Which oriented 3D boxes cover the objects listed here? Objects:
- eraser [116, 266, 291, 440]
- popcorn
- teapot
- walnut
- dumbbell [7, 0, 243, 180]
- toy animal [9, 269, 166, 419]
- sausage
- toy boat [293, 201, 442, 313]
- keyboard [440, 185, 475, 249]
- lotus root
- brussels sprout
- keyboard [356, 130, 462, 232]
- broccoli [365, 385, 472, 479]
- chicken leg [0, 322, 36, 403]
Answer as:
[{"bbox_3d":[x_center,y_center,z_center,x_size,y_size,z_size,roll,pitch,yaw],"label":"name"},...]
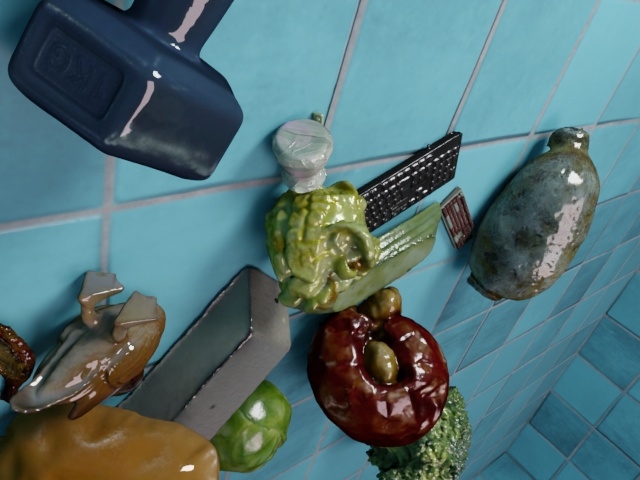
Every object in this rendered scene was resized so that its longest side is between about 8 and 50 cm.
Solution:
[{"bbox_3d":[-0.164,0.195,0.736,0.352,0.077,0.111,-49,150,1],"label":"eraser"},{"bbox_3d":[0.000,0.000,0.666,0.141,0.135,0.162,-48,-178,-36],"label":"popcorn"},{"bbox_3d":[-0.015,-0.095,0.619,0.064,0.064,0.083,90,20,-56],"label":"teapot"},{"bbox_3d":[0.090,0.204,0.936,0.221,0.244,0.269,0,149,0],"label":"walnut"},{"bbox_3d":[-0.061,-0.202,0.370,0.156,0.143,0.316,17,112,-53],"label":"dumbbell"},{"bbox_3d":[-0.225,0.127,0.574,0.188,0.089,0.179,-43,159,-49],"label":"toy animal"},{"bbox_3d":[-0.228,0.251,0.609,0.241,0.136,0.120,14,149,-8],"label":"sausage"},{"bbox_3d":[0.087,0.028,0.859,0.292,0.055,0.093,-28,145,-26],"label":"toy boat"},{"bbox_3d":[0.241,-0.035,1.000,0.055,0.017,0.166,-46,147,-3],"label":"keyboard"},{"bbox_3d":[0.387,-0.034,1.030,0.174,0.175,0.350,0,120,-48],"label":"lotus root"},{"bbox_3d":[-0.110,0.275,0.841,0.155,0.117,0.155,-25,131,-32],"label":"brussels sprout"},{"bbox_3d":[0.081,-0.054,0.800,0.309,0.018,0.101,-32,144,-22],"label":"keyboard"},{"bbox_3d":[0.206,0.436,1.255,0.259,0.235,0.288,-3,131,-45],"label":"broccoli"},{"bbox_3d":[-0.296,0.111,0.533,0.062,0.037,0.145,-15,139,-7],"label":"chicken leg"}]
